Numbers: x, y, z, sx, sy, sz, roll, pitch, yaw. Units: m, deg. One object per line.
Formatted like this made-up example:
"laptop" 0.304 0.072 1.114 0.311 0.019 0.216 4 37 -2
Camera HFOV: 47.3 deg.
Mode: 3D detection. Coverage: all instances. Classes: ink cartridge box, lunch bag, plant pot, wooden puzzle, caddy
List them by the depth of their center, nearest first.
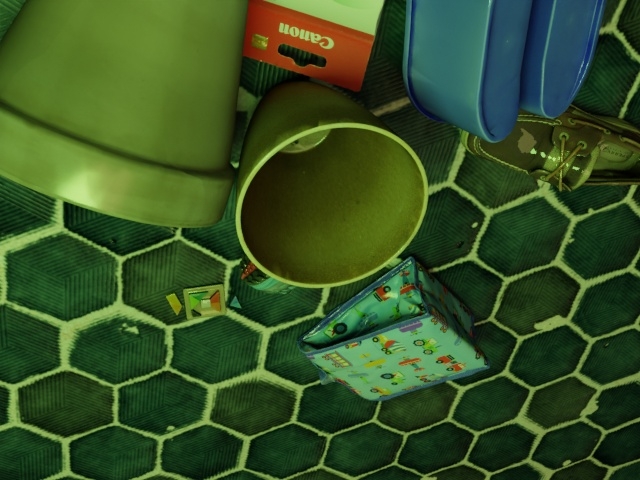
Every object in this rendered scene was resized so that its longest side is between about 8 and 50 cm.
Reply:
"plant pot" -0.217 -0.205 0.842 0.323 0.323 0.280 17 103 -26
"ink cartridge box" -0.013 -0.297 0.902 0.181 0.056 0.225 19 128 4
"caddy" 0.226 -0.297 0.947 0.241 0.179 0.341 -23 133 -26
"plant pot" -0.009 -0.107 0.973 0.237 0.254 0.237 -7 127 -9
"wooden puzzle" -0.197 0.106 1.238 0.116 0.014 0.078 -13 129 -6
"lunch bag" 0.119 0.198 1.333 0.293 0.138 0.221 -32 131 21

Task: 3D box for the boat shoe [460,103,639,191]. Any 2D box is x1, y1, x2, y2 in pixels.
"boat shoe" 0.388 -0.140 1.138 0.342 0.123 0.123 8 123 -21

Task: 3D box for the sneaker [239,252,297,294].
"sneaker" 0.000 0.000 1.176 0.262 0.104 0.125 -30 145 14
